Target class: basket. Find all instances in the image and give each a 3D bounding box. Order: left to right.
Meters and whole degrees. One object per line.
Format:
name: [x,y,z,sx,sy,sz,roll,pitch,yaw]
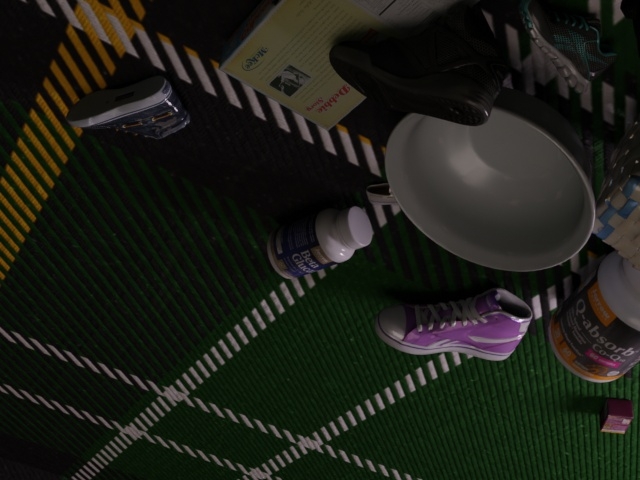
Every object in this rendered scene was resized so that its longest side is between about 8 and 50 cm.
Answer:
basket: [0.528,-0.047,1.181,0.289,0.255,0.201,26,144,9]

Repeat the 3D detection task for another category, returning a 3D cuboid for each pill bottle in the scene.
pill bottle: [0.000,0.000,1.484,0.169,0.094,0.094,-21,134,35]
pill bottle: [0.508,0.110,1.463,0.162,0.162,0.278,14,144,-6]

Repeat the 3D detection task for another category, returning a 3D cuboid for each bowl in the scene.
bowl: [0.249,-0.107,1.217,0.298,0.134,0.298,22,144,17]

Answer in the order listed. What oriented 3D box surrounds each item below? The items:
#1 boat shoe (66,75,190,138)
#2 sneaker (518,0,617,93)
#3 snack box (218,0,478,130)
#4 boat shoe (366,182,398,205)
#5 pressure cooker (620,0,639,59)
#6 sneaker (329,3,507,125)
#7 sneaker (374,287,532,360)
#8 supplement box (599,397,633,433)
boat shoe: [-0.290,-0.184,1.324,0.183,0.065,0.083,-10,139,23]
sneaker: [0.311,-0.261,1.103,0.076,0.065,0.166,-36,130,24]
snack box: [0.031,-0.280,1.124,0.187,0.060,0.322,27,140,-26]
boat shoe: [0.121,-0.079,1.403,0.100,0.035,0.035,0,146,24]
pressure cooker: [0.519,-0.202,0.845,0.370,0.375,0.420,-29,132,30]
sneaker: [0.125,-0.225,1.074,0.227,0.130,0.087,19,161,33]
sneaker: [0.249,0.133,1.617,0.282,0.102,0.161,5,142,-12]
supplement box: [0.637,0.379,1.899,0.055,0.043,0.083,5,145,6]
